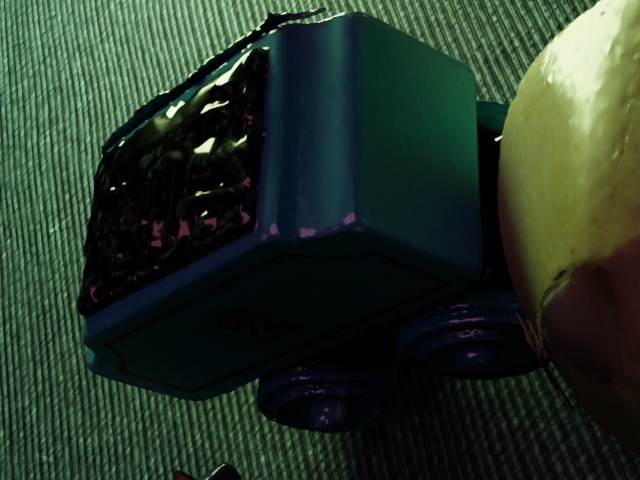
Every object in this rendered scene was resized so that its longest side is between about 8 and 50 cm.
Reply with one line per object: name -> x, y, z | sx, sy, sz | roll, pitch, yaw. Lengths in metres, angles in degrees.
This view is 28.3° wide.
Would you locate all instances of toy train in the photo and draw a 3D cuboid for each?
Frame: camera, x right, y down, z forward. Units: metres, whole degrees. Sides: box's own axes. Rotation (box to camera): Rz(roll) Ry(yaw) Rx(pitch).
toy train -> 0.000, 0.000, 0.817 | 0.300, 0.265, 0.188 | -28, 51, 44

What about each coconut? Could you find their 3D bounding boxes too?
coconut -> 0.241, -0.008, 0.632 | 0.323, 0.323, 0.323 | -18, 55, 28

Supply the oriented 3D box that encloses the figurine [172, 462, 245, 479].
figurine -> -0.087, 0.283, 0.809 | 0.161, 0.158, 0.276 | 12, 71, 50
